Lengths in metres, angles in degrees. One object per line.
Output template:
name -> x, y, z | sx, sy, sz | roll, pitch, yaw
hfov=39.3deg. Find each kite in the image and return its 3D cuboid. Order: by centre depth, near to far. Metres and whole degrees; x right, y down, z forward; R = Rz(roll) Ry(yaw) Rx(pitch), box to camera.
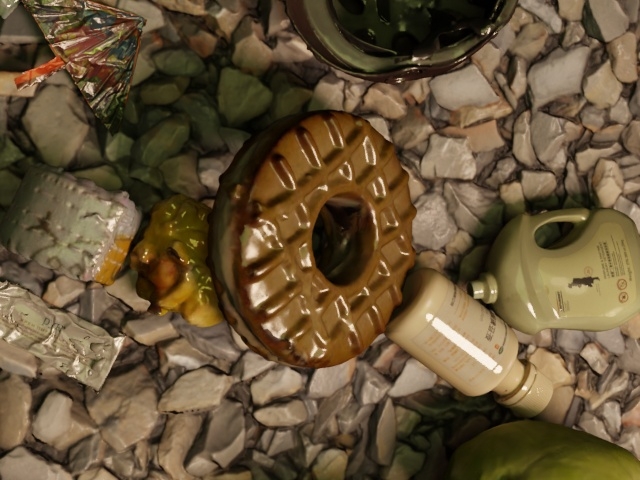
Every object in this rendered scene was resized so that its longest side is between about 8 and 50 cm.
kite -> -0.301, -0.242, 1.121 | 0.189, 0.009, 0.232 | -36, 109, -21

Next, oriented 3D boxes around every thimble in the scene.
thimble -> -0.298, -0.020, 1.075 | 0.151, 0.127, 0.118 | 23, 84, 4

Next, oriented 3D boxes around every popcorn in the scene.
popcorn -> -0.163, 0.028, 1.108 | 0.148, 0.152, 0.167 | -26, 99, 33

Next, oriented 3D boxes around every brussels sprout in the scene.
brussels sprout -> 0.313, 0.372, 1.169 | 0.316, 0.274, 0.243 | 39, 61, -13

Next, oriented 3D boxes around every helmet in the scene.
helmet -> 0.094, -0.309, 1.153 | 0.305, 0.177, 0.225 | -14, 88, -4

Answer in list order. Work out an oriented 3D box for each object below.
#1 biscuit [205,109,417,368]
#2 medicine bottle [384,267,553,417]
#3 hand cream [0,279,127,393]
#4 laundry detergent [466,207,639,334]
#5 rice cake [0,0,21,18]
biscuit -> 0.000, 0.000, 1.104 | 0.332, 0.103, 0.332 | -6, 98, -49
medicine bottle -> 0.206, 0.149, 1.220 | 0.252, 0.114, 0.114 | 38, 82, -14
hand cream -> -0.370, 0.098, 1.107 | 0.257, 0.050, 0.084 | 29, 86, -20
laundry detergent -> 0.326, 0.047, 1.262 | 0.253, 0.091, 0.181 | -8, 92, -14
rice cake -> -0.337, -0.380, 1.108 | 0.226, 0.040, 0.085 | -45, 100, -10
